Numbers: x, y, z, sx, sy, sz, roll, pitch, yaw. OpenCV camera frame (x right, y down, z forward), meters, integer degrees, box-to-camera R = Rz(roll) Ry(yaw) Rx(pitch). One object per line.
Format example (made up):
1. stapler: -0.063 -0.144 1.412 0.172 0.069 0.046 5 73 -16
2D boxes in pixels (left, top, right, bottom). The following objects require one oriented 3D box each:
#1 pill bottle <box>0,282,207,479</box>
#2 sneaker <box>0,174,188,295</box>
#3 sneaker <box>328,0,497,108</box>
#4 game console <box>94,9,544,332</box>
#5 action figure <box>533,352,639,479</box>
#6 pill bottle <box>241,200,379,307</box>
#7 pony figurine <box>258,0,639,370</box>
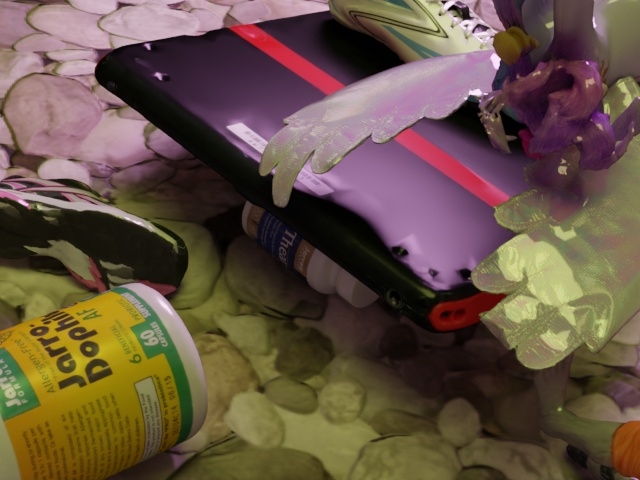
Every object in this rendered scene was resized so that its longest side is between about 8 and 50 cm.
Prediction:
1. pill bottle: -0.188 0.113 0.987 0.208 0.118 0.117 -22 49 -30
2. sneaker: -0.183 -0.016 1.181 0.178 0.072 0.077 20 31 4
3. sneaker: 0.104 -0.182 1.304 0.237 0.086 0.085 35 34 25
4. game console: 0.056 -0.071 1.242 0.386 0.060 0.342 36 36 29
5. action figure: 0.321 0.205 0.988 0.341 0.178 0.330 9 38 -45
6. pill bottle: 0.000 0.000 1.191 0.067 0.067 0.120 -28 52 -35
7. pony figurine: 0.171 -0.118 1.036 0.351 0.363 0.303 -27 52 -31
